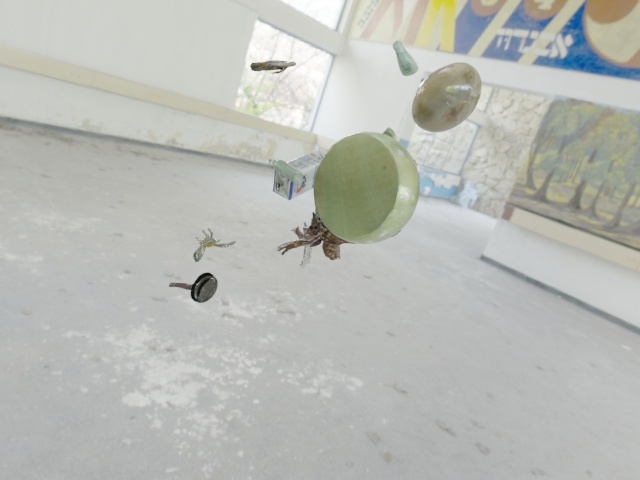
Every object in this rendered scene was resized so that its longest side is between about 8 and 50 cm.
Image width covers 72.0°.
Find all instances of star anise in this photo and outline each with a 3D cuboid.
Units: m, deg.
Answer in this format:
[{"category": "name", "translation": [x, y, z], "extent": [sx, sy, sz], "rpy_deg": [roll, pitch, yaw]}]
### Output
[{"category": "star anise", "translation": [-0.005, -0.005, 1.785], "extent": [0.347, 0.237, 0.148], "rpy_deg": [-9, 31, -5]}]

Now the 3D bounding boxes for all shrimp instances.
[{"category": "shrimp", "translation": [-0.214, -0.751, 1.908], "extent": [0.220, 0.046, 0.152], "rpy_deg": [2, 28, 14]}]

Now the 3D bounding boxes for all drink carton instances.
[{"category": "drink carton", "translation": [-0.073, -0.304, 1.995], "extent": [0.107, 0.130, 0.315], "rpy_deg": [31, 41, 24]}]

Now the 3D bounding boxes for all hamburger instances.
[{"category": "hamburger", "translation": [0.297, -0.442, 1.989], "extent": [0.084, 0.121, 0.054], "rpy_deg": [40, 11, 0]}]

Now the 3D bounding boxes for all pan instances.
[{"category": "pan", "translation": [-0.459, 0.171, 1.597], "extent": [0.212, 0.114, 0.040], "rpy_deg": [-1, -29, 25]}]

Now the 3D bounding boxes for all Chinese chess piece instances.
[{"category": "Chinese chess piece", "translation": [0.141, -0.162, 1.381], "extent": [0.350, 0.348, 0.147], "rpy_deg": [29, 18, 37]}]

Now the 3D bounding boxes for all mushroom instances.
[{"category": "mushroom", "translation": [0.373, -0.437, 1.336], "extent": [0.178, 0.226, 0.227], "rpy_deg": [52, 27, 18]}]

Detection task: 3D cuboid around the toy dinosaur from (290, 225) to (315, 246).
[{"category": "toy dinosaur", "translation": [-0.077, -0.025, 2.265], "extent": [0.220, 0.108, 0.032], "rpy_deg": [18, 6, 37]}]

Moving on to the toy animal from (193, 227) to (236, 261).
[{"category": "toy animal", "translation": [-0.462, -0.005, 1.816], "extent": [0.155, 0.095, 0.219], "rpy_deg": [37, 39, 29]}]

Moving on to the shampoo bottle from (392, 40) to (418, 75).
[{"category": "shampoo bottle", "translation": [0.322, -0.700, 1.695], "extent": [0.069, 0.041, 0.191], "rpy_deg": [-5, -13, 25]}]

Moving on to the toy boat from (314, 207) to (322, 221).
[{"category": "toy boat", "translation": [0.016, -0.138, 1.662], "extent": [0.060, 0.141, 0.055], "rpy_deg": [11, -3, -23]}]

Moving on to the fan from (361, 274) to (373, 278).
[{"category": "fan", "translation": [0.255, 0.193, 2.302], "extent": [0.060, 0.003, 0.080], "rpy_deg": [2, 14, -34]}]

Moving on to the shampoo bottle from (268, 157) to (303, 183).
[{"category": "shampoo bottle", "translation": [-0.153, -0.299, 1.821], "extent": [0.195, 0.056, 0.056], "rpy_deg": [37, 23, 32]}]

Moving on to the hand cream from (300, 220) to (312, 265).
[{"category": "hand cream", "translation": [-0.074, 0.017, 2.445], "extent": [0.050, 0.256, 0.084], "rpy_deg": [14, 20, 35]}]
